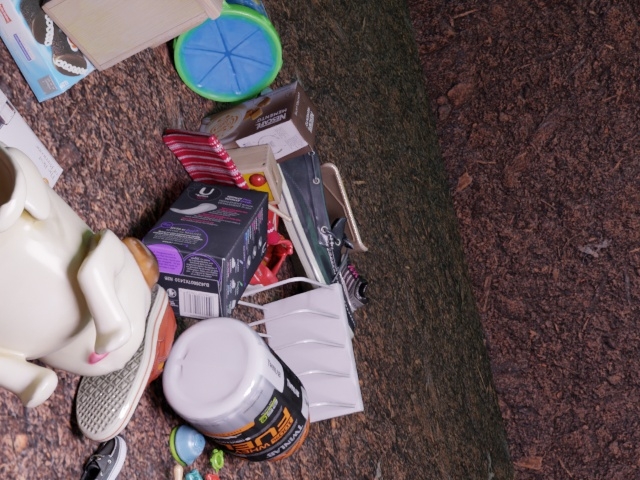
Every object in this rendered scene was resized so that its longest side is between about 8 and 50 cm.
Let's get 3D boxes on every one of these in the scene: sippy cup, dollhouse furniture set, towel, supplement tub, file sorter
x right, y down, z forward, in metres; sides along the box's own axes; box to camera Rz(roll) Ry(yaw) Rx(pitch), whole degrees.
[{"bbox_3d":[-0.208,-0.466,2.119,0.240,0.305,0.224,13,40,-19],"label":"sippy cup"},{"bbox_3d":[-0.311,-0.527,1.708,0.362,0.257,0.394,50,30,-39],"label":"dollhouse furniture set"},{"bbox_3d":[-0.201,-0.107,1.931,0.031,0.199,0.274,-45,123,-23],"label":"towel"},{"bbox_3d":[-0.138,0.282,1.717,0.316,0.194,0.193,56,26,-56],"label":"supplement tub"},{"bbox_3d":[-0.056,0.236,1.982,0.173,0.193,0.277,20,56,-59],"label":"file sorter"}]

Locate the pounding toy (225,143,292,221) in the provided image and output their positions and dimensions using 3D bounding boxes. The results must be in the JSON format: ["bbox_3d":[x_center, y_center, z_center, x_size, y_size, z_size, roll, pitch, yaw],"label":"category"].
[{"bbox_3d":[-0.135,-0.113,1.996,0.141,0.130,0.100,71,17,-46],"label":"pounding toy"}]

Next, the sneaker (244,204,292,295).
[{"bbox_3d":[-0.113,0.013,2.098,0.107,0.118,0.279,56,28,-36],"label":"sneaker"}]

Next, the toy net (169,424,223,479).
[{"bbox_3d":[-0.232,0.430,1.637,0.122,0.045,0.232,60,28,-31],"label":"toy net"}]

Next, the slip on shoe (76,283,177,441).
[{"bbox_3d":[-0.303,0.204,1.552,0.331,0.123,0.101,-81,149,-55],"label":"slip on shoe"}]

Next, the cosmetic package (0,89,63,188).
[{"bbox_3d":[-0.495,-0.162,1.440,0.239,0.060,0.099,57,28,-31],"label":"cosmetic package"}]

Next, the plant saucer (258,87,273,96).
[{"bbox_3d":[-0.129,-0.333,2.429,0.119,0.021,0.119,48,33,-45],"label":"plant saucer"}]

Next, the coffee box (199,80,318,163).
[{"bbox_3d":[-0.138,-0.229,2.048,0.098,0.247,0.141,53,30,-38],"label":"coffee box"}]

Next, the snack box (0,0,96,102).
[{"bbox_3d":[-0.452,-0.390,1.695,0.187,0.060,0.322,63,24,-21],"label":"snack box"}]

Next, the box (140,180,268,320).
[{"bbox_3d":[-0.210,0.016,1.770,0.270,0.165,0.143,-63,160,-58],"label":"box"}]

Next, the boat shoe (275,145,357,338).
[{"bbox_3d":[0.000,0.000,2.258,0.187,0.156,0.500,168,-98,-79],"label":"boat shoe"}]

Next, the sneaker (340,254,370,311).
[{"bbox_3d":[0.091,0.104,2.546,0.063,0.075,0.170,18,57,-62],"label":"sneaker"}]

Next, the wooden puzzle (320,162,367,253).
[{"bbox_3d":[0.028,-0.077,2.394,0.044,0.221,0.238,-26,97,-24],"label":"wooden puzzle"}]

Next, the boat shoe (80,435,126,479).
[{"bbox_3d":[-0.337,0.350,1.449,0.040,0.049,0.142,57,30,-31],"label":"boat shoe"}]

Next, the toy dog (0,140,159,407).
[{"bbox_3d":[-0.404,0.049,1.300,0.395,0.284,0.408,43,0,43],"label":"toy dog"}]
